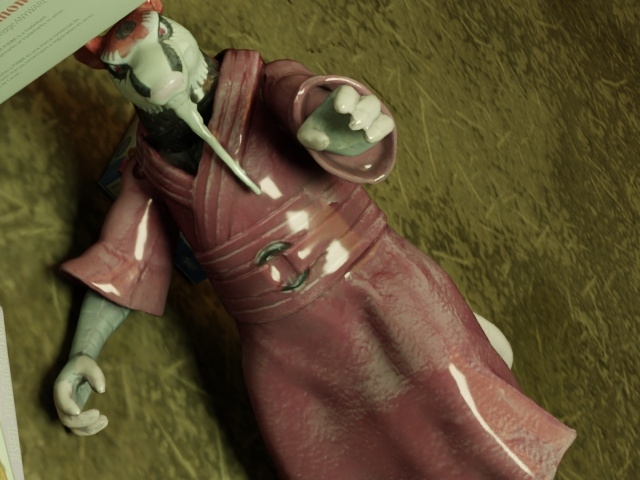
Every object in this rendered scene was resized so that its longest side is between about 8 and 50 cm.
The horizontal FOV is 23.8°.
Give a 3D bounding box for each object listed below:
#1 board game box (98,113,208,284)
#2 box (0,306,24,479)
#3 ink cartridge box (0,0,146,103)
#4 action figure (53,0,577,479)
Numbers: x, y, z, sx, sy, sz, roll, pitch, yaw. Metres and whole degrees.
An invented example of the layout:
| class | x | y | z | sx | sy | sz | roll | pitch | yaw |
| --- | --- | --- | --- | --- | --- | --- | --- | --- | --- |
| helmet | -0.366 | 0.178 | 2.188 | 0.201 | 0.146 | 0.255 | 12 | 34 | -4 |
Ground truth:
| class | x | y | z | sx | sy | sz | roll | pitch | yaw |
| --- | --- | --- | --- | --- | --- | --- | --- | --- | --- |
| board game box | -0.089 | -0.033 | 0.944 | 0.090 | 0.020 | 0.090 | 48 | 31 | -22 |
| box | -0.155 | 0.175 | 0.627 | 0.067 | 0.063 | 0.324 | 19 | 50 | -48 |
| ink cartridge box | -0.186 | -0.182 | 0.627 | 0.272 | 0.309 | 0.130 | 18 | 51 | -51 |
| action figure | 0.000 | 0.000 | 0.829 | 0.370 | 0.248 | 0.276 | 58 | 29 | -12 |
